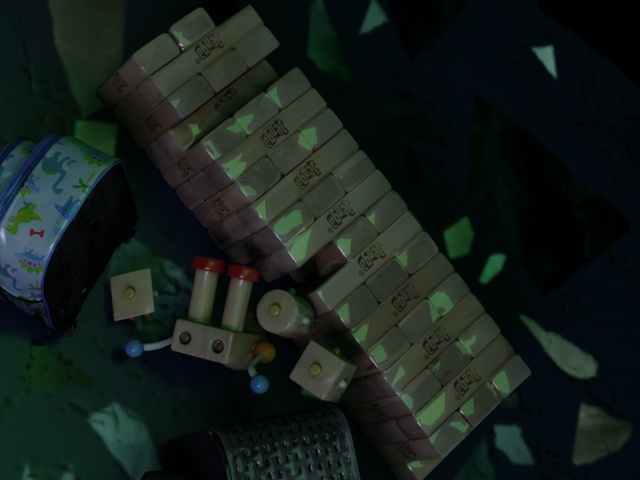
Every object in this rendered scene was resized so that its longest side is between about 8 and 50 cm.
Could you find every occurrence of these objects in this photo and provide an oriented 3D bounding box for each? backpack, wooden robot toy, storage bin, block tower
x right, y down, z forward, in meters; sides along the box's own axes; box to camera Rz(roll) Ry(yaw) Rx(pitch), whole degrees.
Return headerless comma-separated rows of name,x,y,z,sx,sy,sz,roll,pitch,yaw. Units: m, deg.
backpack,-0.168,-0.012,1.047,0.084,0.114,0.105,28,70,7
wooden robot toy,-0.048,0.056,1.100,0.173,0.079,0.076,14,85,24
storage bin,-0.028,0.200,1.053,0.084,0.122,0.180,-7,81,-24
block tower,0.000,0.000,1.125,0.091,0.097,0.335,-40,96,-24

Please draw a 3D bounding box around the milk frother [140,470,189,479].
milk frother,-0.131,0.210,1.001,0.143,0.134,0.129,-7,50,-26
